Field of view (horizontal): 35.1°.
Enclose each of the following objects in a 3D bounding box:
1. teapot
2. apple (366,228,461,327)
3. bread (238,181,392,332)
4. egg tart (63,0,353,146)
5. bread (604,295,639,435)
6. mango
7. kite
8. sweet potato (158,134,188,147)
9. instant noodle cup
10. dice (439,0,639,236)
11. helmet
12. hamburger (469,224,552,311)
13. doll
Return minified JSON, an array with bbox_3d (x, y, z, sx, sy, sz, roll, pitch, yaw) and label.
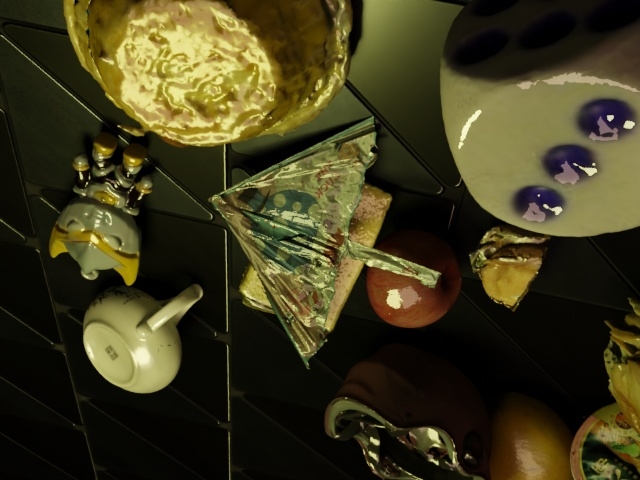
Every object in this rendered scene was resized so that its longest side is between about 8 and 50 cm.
[{"bbox_3d":[-0.326,0.172,1.859,0.299,0.166,0.208,-32,81,36],"label":"teapot"},{"bbox_3d":[0.146,0.057,1.538,0.120,0.153,0.153,4,144,42],"label":"apple"},{"bbox_3d":[-0.001,-0.010,1.599,0.167,0.163,0.264,25,109,-6],"label":"bread"},{"bbox_3d":[-0.148,-0.246,1.265,0.387,0.169,0.388,6,136,6],"label":"egg tart"},{"bbox_3d":[0.547,0.221,1.511,0.314,0.191,0.370,52,165,-16],"label":"bread"},{"bbox_3d":[0.381,0.415,1.891,0.211,0.173,0.317,13,132,24],"label":"mango"},{"bbox_3d":[0.000,0.000,1.486,0.368,0.014,0.406,20,112,13],"label":"kite"},{"bbox_3d":[-0.255,-0.208,1.440,0.050,0.050,0.214,-21,125,37],"label":"sweet potato"},{"bbox_3d":[0.579,0.437,1.824,0.244,0.244,0.255,1,149,18],"label":"instant noodle cup"},{"bbox_3d":[0.300,-0.170,1.140,0.259,0.243,0.251,-8,137,32],"label":"dice"},{"bbox_3d":[0.180,0.316,1.801,0.338,0.197,0.271,36,150,-17],"label":"helmet"},{"bbox_3d":[0.276,0.024,1.516,0.102,0.087,0.176,24,149,7],"label":"hamburger"},{"bbox_3d":[-0.346,-0.038,1.636,0.145,0.103,0.316,4,135,-23],"label":"doll"}]
